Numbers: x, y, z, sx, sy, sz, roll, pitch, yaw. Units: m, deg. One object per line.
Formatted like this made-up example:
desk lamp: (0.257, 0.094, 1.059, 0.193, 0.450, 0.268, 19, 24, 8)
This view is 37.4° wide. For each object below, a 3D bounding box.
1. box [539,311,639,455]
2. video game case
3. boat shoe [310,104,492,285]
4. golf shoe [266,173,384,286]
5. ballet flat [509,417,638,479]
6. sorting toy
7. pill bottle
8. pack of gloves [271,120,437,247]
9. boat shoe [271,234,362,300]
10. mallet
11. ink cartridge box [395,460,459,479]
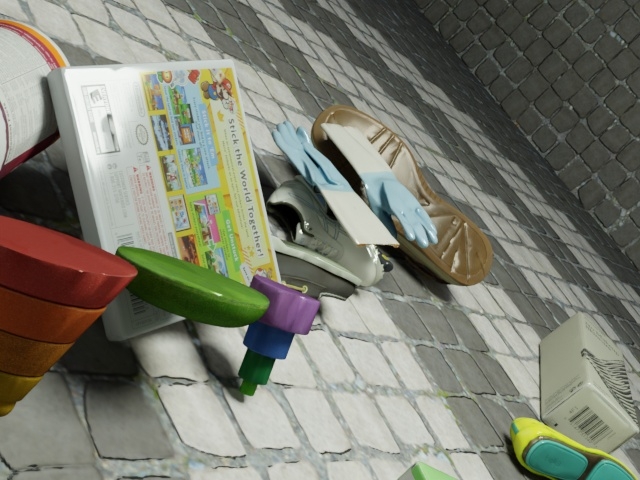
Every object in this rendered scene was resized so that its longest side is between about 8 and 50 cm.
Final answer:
box: (0.411, 0.222, 1.465, 0.113, 0.094, 0.275, 43, 22, -5)
video game case: (-0.130, -0.045, 0.842, 0.206, 0.026, 0.227, -17, 96, -51)
boat shoe: (0.104, -0.055, 1.409, 0.342, 0.123, 0.123, 41, -21, -12)
golf shoe: (0.000, 0.000, 1.189, 0.176, 0.069, 0.086, 46, 41, 10)
ballet flat: (0.333, 0.293, 1.234, 0.231, 0.077, 0.077, 33, 8, -24)
sorting toy: (-0.132, 0.077, 0.727, 0.127, 0.126, 0.365, 22, 3, 34)
pill bottle: (-0.286, -0.097, 0.735, 0.121, 0.121, 0.221, 42, 22, -8)
pack of gloves: (0.038, -0.063, 1.225, 0.195, 0.046, 0.232, -1, 46, -47)
boat shoe: (-0.044, 0.033, 1.020, 0.081, 0.068, 0.228, 25, 1, 45)
mallet: (0.036, -0.021, 1.255, 0.062, 0.039, 0.189, 28, 15, -36)
ink cartridge box: (0.165, 0.322, 0.767, 0.273, 0.115, 0.198, 31, 18, -36)
